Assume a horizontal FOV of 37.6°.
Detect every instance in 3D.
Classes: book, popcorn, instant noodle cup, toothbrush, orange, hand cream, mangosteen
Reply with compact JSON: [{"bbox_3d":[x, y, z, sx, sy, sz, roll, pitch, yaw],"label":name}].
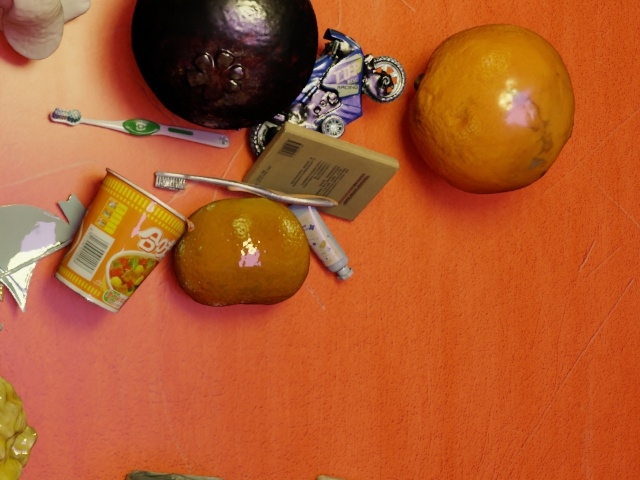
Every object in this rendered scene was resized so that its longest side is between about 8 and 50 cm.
[{"bbox_3d":[0.001,-0.115,1.624,0.230,0.161,0.026,16,46,-28],"label":"book"},{"bbox_3d":[-0.523,0.296,1.336,0.251,0.205,0.237,32,61,-43],"label":"popcorn"},{"bbox_3d":[-0.313,0.008,1.461,0.168,0.168,0.185,35,85,-25],"label":"instant noodle cup"},{"bbox_3d":[-0.121,-0.085,1.596,0.321,0.023,0.031,6,90,-17],"label":"toothbrush"},{"bbox_3d":[0.307,-0.235,1.690,0.312,0.312,0.312,-1,93,-28],"label":"orange"},{"bbox_3d":[0.000,0.000,1.680,0.065,0.043,0.171,-29,112,19],"label":"hand cream"},{"bbox_3d":[-0.153,-0.334,1.464,0.296,0.297,0.314,1,59,-28],"label":"mangosteen"},{"bbox_3d":[-0.120,0.016,1.554,0.237,0.158,0.179,1,73,-27],"label":"orange"},{"bbox_3d":[-0.287,-0.183,1.533,0.304,0.030,0.030,6,89,-31],"label":"toothbrush"}]

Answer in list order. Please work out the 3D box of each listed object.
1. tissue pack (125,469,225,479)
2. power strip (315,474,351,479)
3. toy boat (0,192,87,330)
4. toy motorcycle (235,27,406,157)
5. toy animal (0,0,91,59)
[{"bbox_3d":[-0.190,0.442,1.481,0.185,0.257,0.081,15,87,-29],"label":"tissue pack"},{"bbox_3d":[0.063,0.489,1.744,0.192,0.035,0.081,17,84,-27],"label":"power strip"},{"bbox_3d":[-0.474,0.019,1.423,0.291,0.067,0.221,-31,105,-26],"label":"toy boat"},{"bbox_3d":[-0.007,-0.257,1.621,0.315,0.113,0.169,-31,104,-8],"label":"toy motorcycle"},{"bbox_3d":[-0.430,-0.389,1.311,0.206,0.265,0.272,-37,110,-20],"label":"toy animal"}]
